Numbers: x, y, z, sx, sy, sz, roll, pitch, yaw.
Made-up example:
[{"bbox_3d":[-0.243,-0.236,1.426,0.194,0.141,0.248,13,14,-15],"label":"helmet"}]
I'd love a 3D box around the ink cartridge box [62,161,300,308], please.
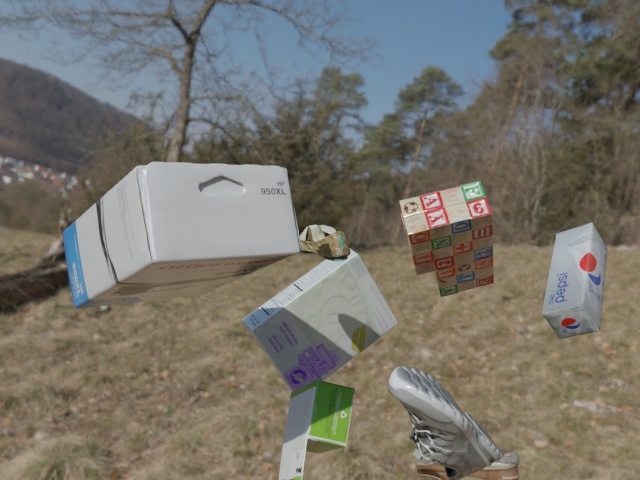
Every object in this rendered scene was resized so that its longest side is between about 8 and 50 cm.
[{"bbox_3d":[-0.264,0.000,1.315,0.286,0.166,0.395,-4,-12,-36],"label":"ink cartridge box"}]

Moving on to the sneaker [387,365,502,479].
[{"bbox_3d":[0.190,0.314,1.179,0.281,0.115,0.105,46,4,-28],"label":"sneaker"}]

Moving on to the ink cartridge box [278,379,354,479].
[{"bbox_3d":[-0.016,0.458,1.605,0.097,0.255,0.189,15,-25,-15],"label":"ink cartridge box"}]

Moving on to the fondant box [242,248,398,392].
[{"bbox_3d":[0.004,0.208,1.842,0.238,0.330,0.096,59,-10,-23],"label":"fondant box"}]

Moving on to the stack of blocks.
[{"bbox_3d":[0.279,0.010,1.563,0.171,0.087,0.297,-15,-34,6],"label":"stack of blocks"}]

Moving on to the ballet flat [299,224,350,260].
[{"bbox_3d":[0.000,0.000,1.508,0.073,0.067,0.206,-8,7,-31],"label":"ballet flat"}]

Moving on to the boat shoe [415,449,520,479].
[{"bbox_3d":[0.355,0.582,1.777,0.123,0.116,0.324,-3,-12,-32],"label":"boat shoe"}]

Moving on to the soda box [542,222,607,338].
[{"bbox_3d":[0.592,0.089,1.665,0.098,0.286,0.091,-20,-61,38],"label":"soda box"}]
